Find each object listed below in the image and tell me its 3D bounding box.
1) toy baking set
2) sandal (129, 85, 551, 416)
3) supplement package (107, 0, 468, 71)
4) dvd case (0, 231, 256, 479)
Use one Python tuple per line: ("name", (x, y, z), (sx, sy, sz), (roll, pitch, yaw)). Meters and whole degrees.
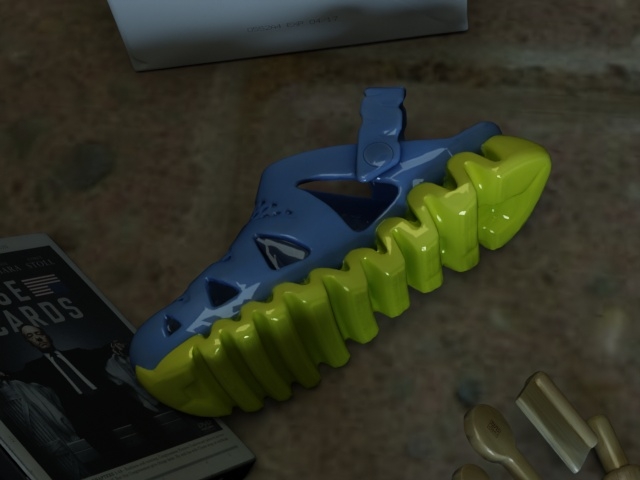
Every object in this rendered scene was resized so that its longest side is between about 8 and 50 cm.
("toy baking set", (0.159, 0.196, 0.869), (0.030, 0.196, 0.256), (-40, 63, 34))
("sandal", (0.000, 0.000, 0.998), (0.317, 0.126, 0.138), (-33, 63, -20))
("supplement package", (-0.031, -0.251, 1.064), (0.261, 0.204, 0.145), (-7, 64, 2))
("dvd case", (-0.175, 0.087, 0.950), (0.238, 0.179, 0.030), (44, 118, 21))
